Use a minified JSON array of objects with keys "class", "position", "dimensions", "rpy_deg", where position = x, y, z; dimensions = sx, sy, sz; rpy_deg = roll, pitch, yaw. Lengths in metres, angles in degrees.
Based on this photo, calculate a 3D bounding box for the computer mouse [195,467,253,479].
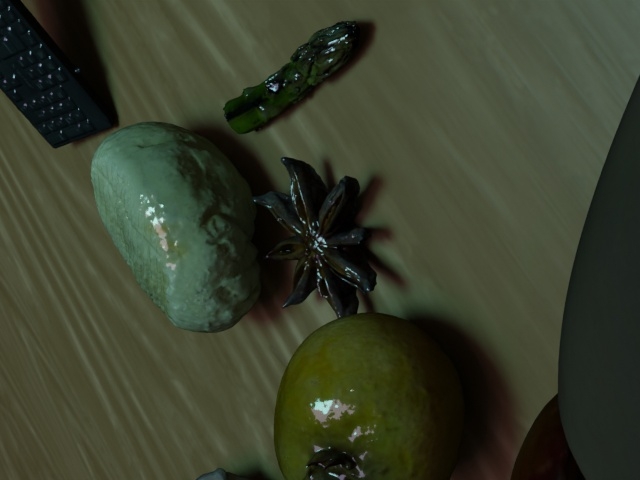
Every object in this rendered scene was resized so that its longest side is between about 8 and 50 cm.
[{"class":"computer mouse","position":[-0.039,0.315,0.965],"dimensions":[0.389,0.115,0.199],"rpy_deg":[30,119,37]}]

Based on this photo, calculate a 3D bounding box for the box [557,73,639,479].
[{"class":"box","position":[0.249,0.038,0.462],"dimensions":[0.301,0.301,0.216],"rpy_deg":[43,136,30]}]

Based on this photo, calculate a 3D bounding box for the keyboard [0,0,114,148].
[{"class":"keyboard","position":[-0.310,-0.211,1.028],"dimensions":[0.101,0.018,0.310],"rpy_deg":[-14,125,37]}]

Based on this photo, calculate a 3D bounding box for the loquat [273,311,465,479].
[{"class":"loquat","position":[0.035,0.128,0.806],"dimensions":[0.137,0.163,0.163],"rpy_deg":[23,123,5]}]

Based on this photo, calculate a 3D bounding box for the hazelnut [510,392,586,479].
[{"class":"hazelnut","position":[0.212,0.151,0.623],"dimensions":[0.204,0.178,0.178],"rpy_deg":[-15,91,43]}]

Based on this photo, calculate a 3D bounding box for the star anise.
[{"class":"star anise","position":[0.000,0.000,0.876],"dimensions":[0.141,0.042,0.141],"rpy_deg":[19,117,43]}]

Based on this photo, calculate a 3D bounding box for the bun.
[{"class":"bun","position":[-0.113,-0.014,0.946],"dimensions":[0.188,0.111,0.164],"rpy_deg":[50,151,32]}]

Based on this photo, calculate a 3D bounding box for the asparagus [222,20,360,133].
[{"class":"asparagus","position":[-0.020,-0.126,0.869],"dimensions":[0.165,0.030,0.036],"rpy_deg":[-32,68,47]}]
